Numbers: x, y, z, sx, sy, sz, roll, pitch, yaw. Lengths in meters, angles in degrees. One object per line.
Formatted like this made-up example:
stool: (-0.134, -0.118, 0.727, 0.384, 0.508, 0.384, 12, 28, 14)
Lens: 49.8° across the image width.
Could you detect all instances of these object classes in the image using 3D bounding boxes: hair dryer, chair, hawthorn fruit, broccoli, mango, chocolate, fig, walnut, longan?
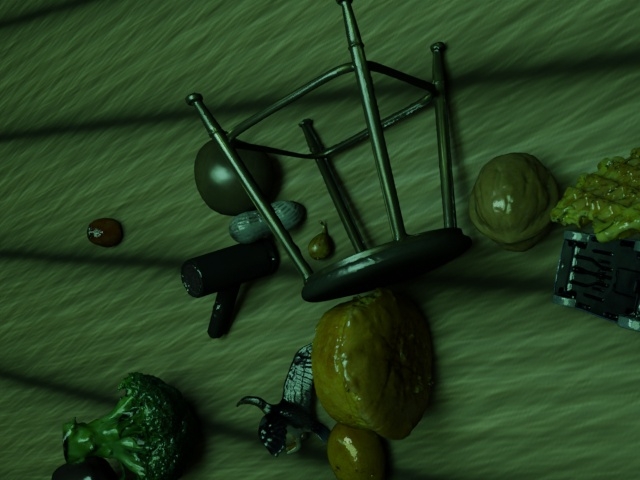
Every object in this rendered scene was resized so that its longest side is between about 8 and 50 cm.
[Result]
hair dryer: (-0.212, 0.123, 1.526, 0.089, 0.197, 0.251, 40, 131, 32)
chair: (0.058, -0.123, 1.227, 0.362, 0.364, 0.410, -24, 78, 32)
hawthorn fruit: (-0.578, -0.022, 1.827, 0.081, 0.093, 0.081, -2, 86, 34)
broccoli: (-0.430, 0.447, 1.583, 0.297, 0.297, 0.297, 177, 90, -72)
mango: (0.073, 0.424, 1.327, 0.115, 0.089, 0.165, -34, 71, 31)
chocolate: (-0.115, -0.040, 1.478, 0.167, 0.072, 0.072, -16, 75, -2)
fig: (0.000, 0.000, 1.438, 0.050, 0.050, 0.083, -5, 70, 36)
walnut: (0.318, -0.065, 1.143, 0.149, 0.166, 0.166, -4, 85, 29)
longan: (-0.193, -0.142, 1.516, 0.189, 0.189, 0.189, -3, 85, 36)

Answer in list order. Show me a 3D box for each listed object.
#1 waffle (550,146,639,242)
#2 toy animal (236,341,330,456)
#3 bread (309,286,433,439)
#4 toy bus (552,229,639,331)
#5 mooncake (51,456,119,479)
waffle: (0.456, -0.075, 0.997, 0.291, 0.291, 0.051, -26, 105, 32)
toy animal: (-0.079, 0.364, 1.407, 0.197, 0.272, 0.160, -18, 112, 29)
bread: (0.094, 0.221, 1.232, 0.146, 0.268, 0.268, -15, 78, 39)
toy bus: (0.455, 0.060, 1.006, 0.133, 0.292, 0.125, 10, 93, -8)
mooncake: (-0.523, 0.643, 1.651, 0.141, 0.283, 0.283, -27, 62, -16)
